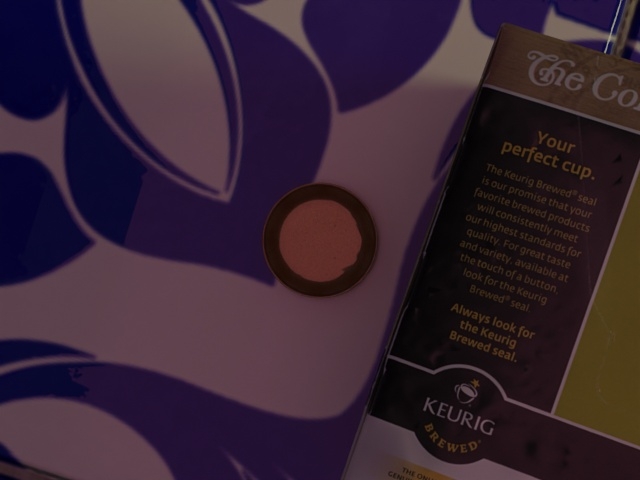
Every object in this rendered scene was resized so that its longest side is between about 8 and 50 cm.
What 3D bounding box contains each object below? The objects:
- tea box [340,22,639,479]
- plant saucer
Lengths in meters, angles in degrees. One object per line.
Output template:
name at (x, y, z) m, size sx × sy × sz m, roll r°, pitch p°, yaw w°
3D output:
tea box at (0.220, 0.080, 0.833) m, size 0.329 × 0.220 × 0.323 m, roll 20°, pitch 90°, yaw 12°
plant saucer at (0.000, 0.000, 0.970) m, size 0.083 × 0.015 × 0.083 m, roll 0°, pitch 89°, yaw 4°
